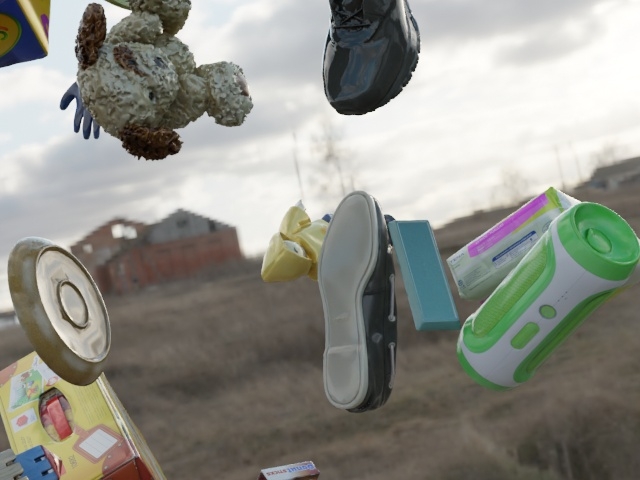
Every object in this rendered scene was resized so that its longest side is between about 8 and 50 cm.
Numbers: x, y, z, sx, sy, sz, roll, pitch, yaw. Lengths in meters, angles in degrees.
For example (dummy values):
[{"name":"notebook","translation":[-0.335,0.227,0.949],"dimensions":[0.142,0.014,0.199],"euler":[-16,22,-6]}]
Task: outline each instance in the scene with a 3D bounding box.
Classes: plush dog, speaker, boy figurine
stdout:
[{"name":"plush dog","translation":[-0.255,-0.225,1.561],"dimensions":[0.211,0.262,0.225],"euler":[-29,8,28]},{"name":"speaker","translation":[0.304,0.082,1.525],"dimensions":[0.131,0.131,0.296],"euler":[-10,-33,-38]},{"name":"boy figurine","translation":[0.000,0.000,1.869],"dimensions":[0.285,0.177,0.092],"euler":[-16,-31,-47]}]

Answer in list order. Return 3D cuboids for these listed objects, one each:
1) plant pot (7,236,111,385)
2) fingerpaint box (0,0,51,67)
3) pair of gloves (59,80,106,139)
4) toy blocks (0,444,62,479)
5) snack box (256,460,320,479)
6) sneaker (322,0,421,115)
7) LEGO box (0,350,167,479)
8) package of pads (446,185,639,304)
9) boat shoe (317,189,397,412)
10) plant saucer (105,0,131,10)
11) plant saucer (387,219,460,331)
[{"name":"plant pot","translation":[-0.372,0.098,1.638],"dimensions":[0.032,0.236,0.236],"euler":[-24,-5,14]},{"name":"fingerpaint box","translation":[-0.580,-0.331,1.245],"dimensions":[0.445,0.163,0.371],"euler":[-15,-42,6]},{"name":"pair of gloves","translation":[-0.338,-0.229,1.872],"dimensions":[0.198,0.159,0.023],"euler":[11,31,-1]},{"name":"toy blocks","translation":[-0.289,0.366,1.200],"dimensions":[0.261,0.381,0.191],"euler":[-22,-17,-39]},{"name":"snack box","translation":[-0.057,0.307,1.182],"dimensions":[0.064,0.178,0.022],"euler":[-2,36,-35]},{"name":"sneaker","translation":[0.042,-0.267,1.139],"dimensions":[0.109,0.286,0.130],"euler":[0,-18,32]},{"name":"LEGO box","translation":[-0.395,0.447,2.043],"dimensions":[0.193,0.372,0.500],"euler":[-31,29,-11]},{"name":"package of pads","translation":[0.389,0.037,1.856],"dimensions":[0.229,0.101,0.296],"euler":[-37,-37,28]},{"name":"boat shoe","translation":[0.064,0.095,1.711],"dimensions":[0.112,0.335,0.095],"euler":[-4,-12,38]},{"name":"plant saucer","translation":[-0.315,-0.443,1.723],"dimensions":[0.241,0.241,0.037],"euler":[-10,-20,-47]},{"name":"plant saucer","translation":[0.150,0.045,1.608],"dimensions":[0.067,0.192,0.018],"euler":[-1,-38,-17]}]
